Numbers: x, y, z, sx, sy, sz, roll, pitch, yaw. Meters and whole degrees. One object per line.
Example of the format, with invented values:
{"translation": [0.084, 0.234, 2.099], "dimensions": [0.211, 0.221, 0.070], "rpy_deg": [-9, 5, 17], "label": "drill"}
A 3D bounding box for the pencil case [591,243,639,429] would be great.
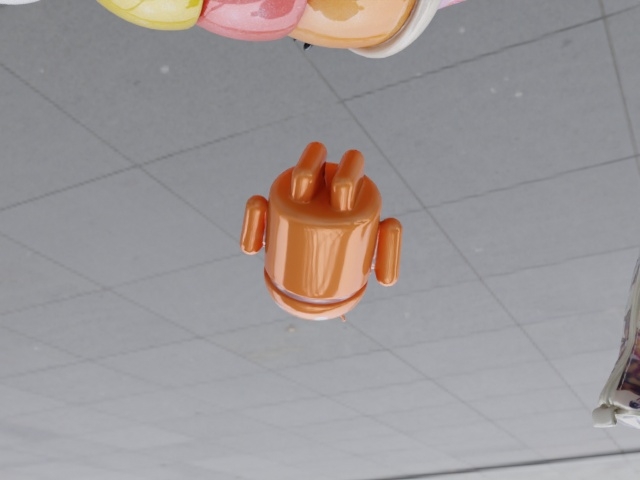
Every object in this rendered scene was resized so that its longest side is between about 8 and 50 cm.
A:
{"translation": [0.464, 0.053, 0.987], "dimensions": [0.183, 0.410, 0.160], "rpy_deg": [15, 172, 1], "label": "pencil case"}

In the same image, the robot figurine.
{"translation": [0.002, 0.001, 0.883], "dimensions": [0.158, 0.128, 0.219], "rpy_deg": [-12, 132, -23], "label": "robot figurine"}

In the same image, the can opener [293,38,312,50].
{"translation": [-0.004, -0.432, 1.502], "dimensions": [0.059, 0.186, 0.073], "rpy_deg": [38, 147, -7], "label": "can opener"}

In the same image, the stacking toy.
{"translation": [-0.135, -0.316, 0.791], "dimensions": [0.479, 0.351, 0.350], "rpy_deg": [-20, 160, -21], "label": "stacking toy"}

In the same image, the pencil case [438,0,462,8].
{"translation": [0.210, -0.460, 1.320], "dimensions": [0.284, 0.124, 0.124], "rpy_deg": [-26, 166, -29], "label": "pencil case"}
